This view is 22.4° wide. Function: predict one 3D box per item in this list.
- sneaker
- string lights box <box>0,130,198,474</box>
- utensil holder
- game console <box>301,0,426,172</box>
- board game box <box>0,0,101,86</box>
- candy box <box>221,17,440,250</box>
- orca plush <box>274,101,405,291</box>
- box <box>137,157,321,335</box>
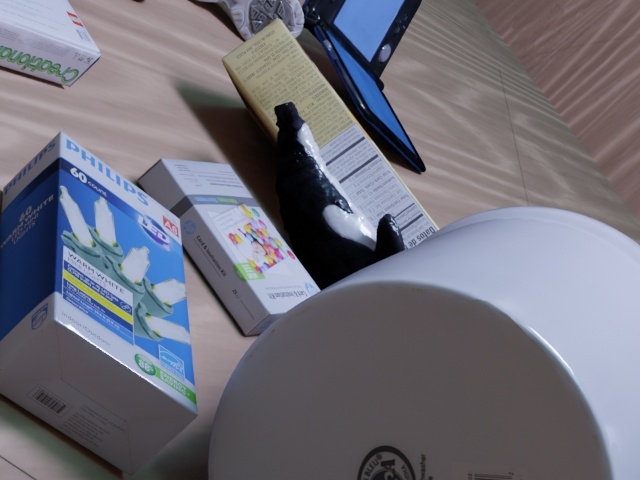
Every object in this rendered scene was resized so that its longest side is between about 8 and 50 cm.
[{"bbox_3d":[-0.111,-0.338,2.100,0.232,0.090,0.115,36,18,-40],"label":"sneaker"},{"bbox_3d":[-0.171,0.041,1.215,0.133,0.077,0.260,38,21,-28],"label":"string lights box"},{"bbox_3d":[0.122,0.152,1.294,0.327,0.327,0.385,52,21,9],"label":"utensil holder"},{"bbox_3d":[0.100,-0.270,2.259,0.173,0.250,0.293,28,-3,23],"label":"game console"},{"bbox_3d":[-0.342,-0.249,1.438,0.193,0.053,0.305,56,19,22],"label":"board game box"},{"bbox_3d":[0.023,-0.079,1.806,0.316,0.087,0.183,53,-1,14],"label":"candy box"},{"bbox_3d":[0.000,0.000,1.648,0.102,0.151,0.287,-27,102,-33],"label":"orca plush"},{"bbox_3d":[-0.081,0.005,1.559,0.186,0.038,0.145,55,19,15],"label":"box"}]
